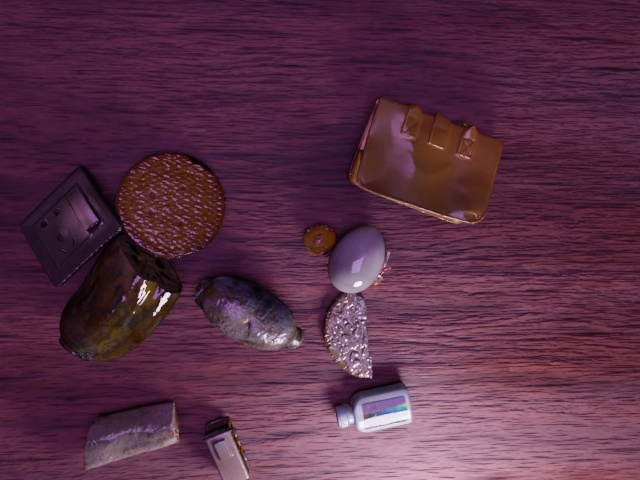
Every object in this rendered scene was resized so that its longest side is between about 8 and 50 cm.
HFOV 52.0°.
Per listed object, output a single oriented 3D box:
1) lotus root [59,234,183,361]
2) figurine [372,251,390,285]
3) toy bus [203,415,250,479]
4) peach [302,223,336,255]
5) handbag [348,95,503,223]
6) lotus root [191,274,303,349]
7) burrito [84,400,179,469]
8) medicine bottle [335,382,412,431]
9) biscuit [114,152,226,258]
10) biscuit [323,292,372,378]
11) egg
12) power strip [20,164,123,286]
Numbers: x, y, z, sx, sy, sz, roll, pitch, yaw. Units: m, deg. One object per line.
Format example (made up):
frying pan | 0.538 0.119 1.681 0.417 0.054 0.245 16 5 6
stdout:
lotus root | -0.564 0.179 1.801 0.250 0.250 0.346 41 95 -11
figurine | 0.177 0.081 1.959 0.064 0.047 0.109 22 88 -2
toy bus | -0.283 0.637 1.978 0.091 0.103 0.182 -21 101 -3
peach | -0.001 0.001 1.916 0.098 0.061 0.098 -1 70 2
handbag | 0.305 -0.227 1.879 0.401 0.133 0.283 18 93 -9
lotus root | -0.195 0.211 1.880 0.349 0.175 0.175 29 96 -13
burrito | -0.567 0.576 1.939 0.299 0.105 0.143 -14 105 -5
medicine bottle | 0.162 0.520 2.017 0.228 0.083 0.121 -11 104 -3
biscuit | -0.413 -0.097 1.820 0.305 0.038 0.305 3 82 -21
biscuit | 0.078 0.286 1.987 0.141 0.038 0.290 -7 99 -4
egg | 0.107 0.053 1.891 0.151 0.151 0.209 32 88 -11
power strip | -0.672 -0.036 1.800 0.251 0.092 0.257 -44 64 9
